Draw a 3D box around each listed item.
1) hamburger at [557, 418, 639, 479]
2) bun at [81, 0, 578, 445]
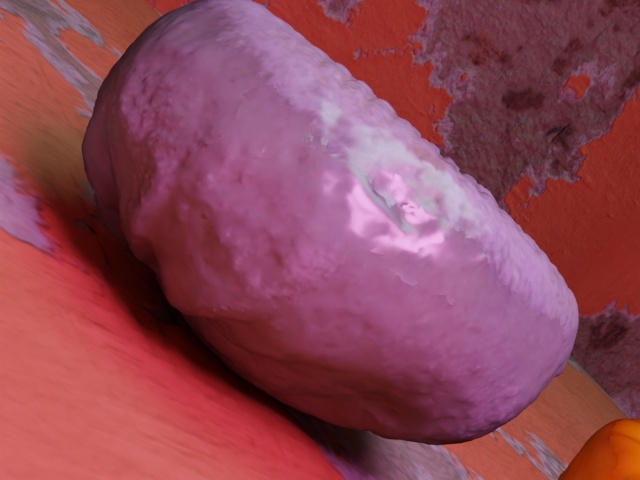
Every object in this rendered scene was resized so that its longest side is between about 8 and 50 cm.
[{"bbox_3d":[0.168,0.216,0.482,0.246,0.170,0.246,34,20,-14],"label":"hamburger"},{"bbox_3d":[0.004,0.004,0.665,0.354,0.194,0.354,40,7,-6],"label":"bun"}]
